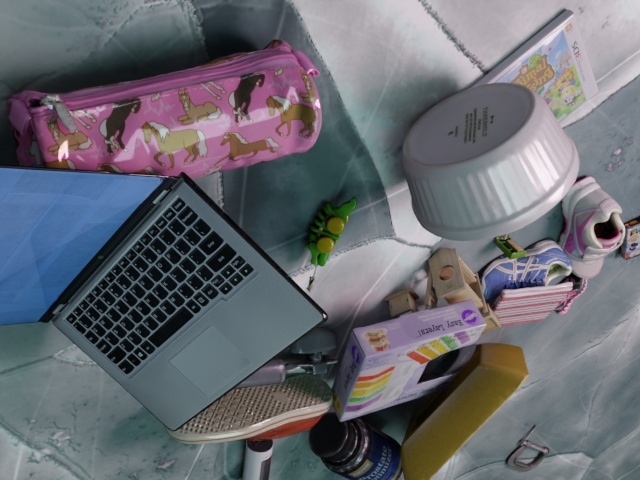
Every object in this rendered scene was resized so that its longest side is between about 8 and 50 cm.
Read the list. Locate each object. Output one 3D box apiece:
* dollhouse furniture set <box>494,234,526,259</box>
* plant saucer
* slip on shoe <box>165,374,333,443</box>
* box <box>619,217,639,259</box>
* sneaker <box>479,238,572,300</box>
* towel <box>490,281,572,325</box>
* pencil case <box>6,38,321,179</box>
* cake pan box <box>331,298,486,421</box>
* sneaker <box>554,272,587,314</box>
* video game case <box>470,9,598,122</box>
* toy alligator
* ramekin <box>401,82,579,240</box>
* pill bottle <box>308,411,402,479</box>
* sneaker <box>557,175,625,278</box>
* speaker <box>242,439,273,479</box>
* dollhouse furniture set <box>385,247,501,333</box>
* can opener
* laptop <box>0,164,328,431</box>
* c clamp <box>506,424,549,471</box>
[{"bbox_3d":[0.377,-0.042,1.502,0.076,0.058,0.151,-8,127,-26],"label":"dollhouse furniture set"},{"bbox_3d":[0.284,0.344,1.636,0.332,0.081,0.333,-49,172,9],"label":"plant saucer"},{"bbox_3d":[-0.129,0.326,1.441,0.331,0.123,0.101,-3,128,-35],"label":"slip on shoe"},{"bbox_3d":[0.735,-0.017,1.746,0.137,0.027,0.094,-19,131,-6],"label":"box"},{"bbox_3d":[0.413,0.068,1.592,0.211,0.081,0.080,-26,135,-10],"label":"sneaker"},{"bbox_3d":[0.413,0.130,1.604,0.144,0.029,0.197,-7,155,-8],"label":"towel"},{"bbox_3d":[-0.191,-0.149,1.012,0.386,0.167,0.160,-17,99,-20],"label":"pencil case"},{"bbox_3d":[0.162,0.227,1.482,0.267,0.070,0.245,-11,146,-23],"label":"cake pan box"},{"bbox_3d":[0.540,0.110,1.732,0.057,0.047,0.119,17,112,-26],"label":"sneaker"},{"bbox_3d":[0.376,-0.260,1.360,0.212,0.023,0.193,-39,134,1],"label":"video game case"},{"bbox_3d":[0.000,0.000,1.315,0.051,0.056,0.189,29,113,2],"label":"toy alligator"},{"bbox_3d":[0.250,-0.134,1.224,0.273,0.273,0.127,-35,121,-4],"label":"ramekin"},{"bbox_3d":[0.074,0.437,1.638,0.123,0.123,0.219,-45,134,6],"label":"pill bottle"},{"bbox_3d":[0.556,-0.004,1.602,0.103,0.111,0.252,-28,134,-10],"label":"sneaker"},{"bbox_3d":[-0.127,0.449,1.573,0.055,0.055,0.136,-9,127,-26],"label":"speaker"},{"bbox_3d":[0.237,0.119,1.542,0.161,0.101,0.182,-25,139,21],"label":"dollhouse furniture set"},{"bbox_3d":[-0.098,0.209,1.414,0.284,0.076,0.095,-1,91,-30],"label":"can opener"},{"bbox_3d":[-0.286,0.107,0.993,0.408,0.236,0.382,45,126,-7],"label":"laptop"},{"bbox_3d":[0.567,0.569,2.107,0.137,0.022,0.161,-47,133,8],"label":"c clamp"}]
